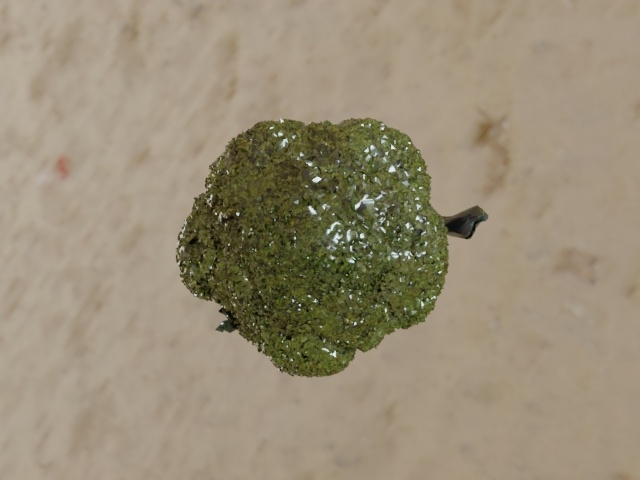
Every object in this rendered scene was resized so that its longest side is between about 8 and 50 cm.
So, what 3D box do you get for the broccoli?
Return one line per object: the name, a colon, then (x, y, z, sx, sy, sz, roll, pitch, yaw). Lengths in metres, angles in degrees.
broccoli: (0.000, 0.000, 0.936, 0.131, 0.130, 0.120, -59, -2, -2)
